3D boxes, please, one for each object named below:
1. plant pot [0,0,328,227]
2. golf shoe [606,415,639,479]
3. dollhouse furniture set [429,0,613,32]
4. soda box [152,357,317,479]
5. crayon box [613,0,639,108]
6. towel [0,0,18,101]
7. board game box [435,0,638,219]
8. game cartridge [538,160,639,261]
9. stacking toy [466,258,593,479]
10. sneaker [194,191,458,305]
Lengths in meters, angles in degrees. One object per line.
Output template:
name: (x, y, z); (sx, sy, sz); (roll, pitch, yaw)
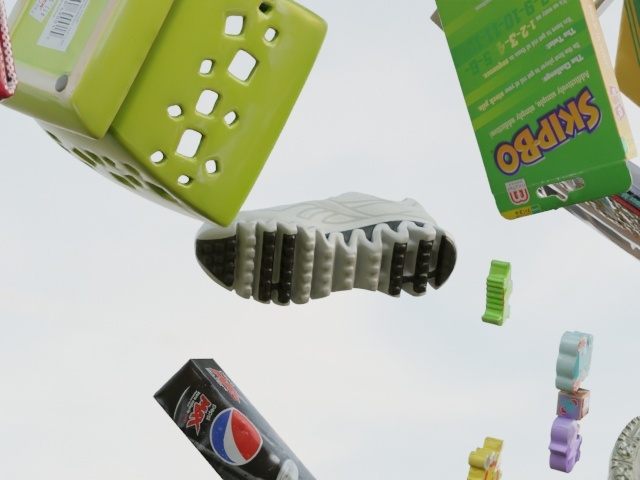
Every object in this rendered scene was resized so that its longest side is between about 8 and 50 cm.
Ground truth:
plant pot: (-0.168, -0.172, 1.419); (0.227, 0.228, 0.207); (22, -6, 46)
golf shoe: (0.303, 0.261, 1.506); (0.069, 0.176, 0.086); (22, -28, -6)
dollhouse furniture set: (0.208, -0.413, 2.009); (0.174, 0.355, 0.303); (-51, -16, 26)
soda box: (-0.074, 0.185, 1.368); (0.169, 0.053, 0.060); (47, 10, 15)
crayon box: (0.412, -0.259, 1.560); (0.203, 0.083, 0.323); (-29, -36, -19)
towel: (-0.335, -0.173, 1.073); (0.275, 0.199, 0.031); (-8, 3, 33)
board game box: (0.165, -0.152, 1.206); (0.124, 0.259, 0.039); (-14, 2, 36)
game cartridge: (0.381, -0.052, 1.979); (0.355, 0.068, 0.230); (39, -3, 34)
stacking toy: (0.212, 0.138, 1.295); (0.167, 0.221, 0.052); (10, 18, 28)
sneaker: (0.000, 0.000, 1.665); (0.292, 0.118, 0.110); (2, -54, -17)
